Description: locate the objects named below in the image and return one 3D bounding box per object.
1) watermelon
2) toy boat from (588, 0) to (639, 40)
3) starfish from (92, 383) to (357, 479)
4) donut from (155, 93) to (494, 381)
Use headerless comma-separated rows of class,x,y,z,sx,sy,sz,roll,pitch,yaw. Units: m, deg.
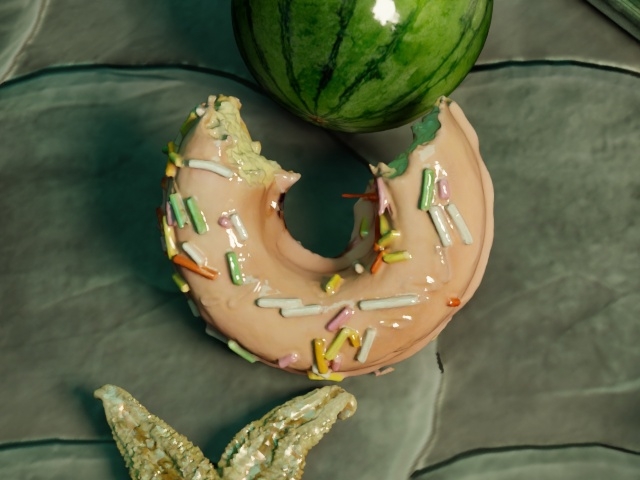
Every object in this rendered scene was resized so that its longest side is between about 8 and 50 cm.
watermelon,0.033,-0.183,1.228,0.188,0.188,0.214,15,75,15
toy boat,0.294,-0.195,1.261,0.141,0.092,0.319,-41,65,-14
starfish,-0.035,0.197,1.102,0.231,0.048,0.295,-21,61,-6
donut,0.000,0.000,1.145,0.233,0.085,0.199,0,97,7
